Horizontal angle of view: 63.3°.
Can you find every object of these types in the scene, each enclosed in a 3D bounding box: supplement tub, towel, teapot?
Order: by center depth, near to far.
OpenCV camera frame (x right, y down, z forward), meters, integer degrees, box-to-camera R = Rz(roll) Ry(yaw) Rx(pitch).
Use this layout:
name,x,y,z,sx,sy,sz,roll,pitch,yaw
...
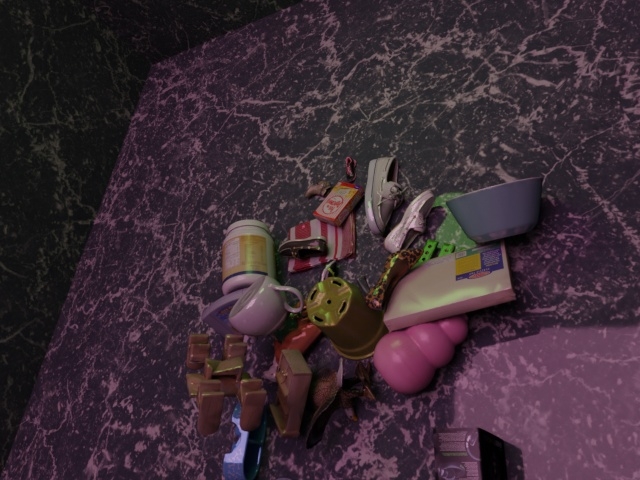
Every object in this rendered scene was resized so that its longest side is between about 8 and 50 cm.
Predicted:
name,x,y,z,sx,sy,sz,roll,pitch,yaw
teapot,-0.204,0.266,1.946,0.252,0.187,0.256,-51,12,-12
towel,0.000,0.000,2.200,0.329,0.037,0.237,-17,55,27
supplement tub,-0.306,0.092,2.232,0.228,0.228,0.316,-23,53,23

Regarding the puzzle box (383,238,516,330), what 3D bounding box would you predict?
name,x,y,z,sx,sy,sz,roll,pitch,yaw
puzzle box,0.409,0.142,1.679,0.409,0.052,0.272,-18,26,24

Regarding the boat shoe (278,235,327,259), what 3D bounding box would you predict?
name,x,y,z,sx,sy,sz,roll,pitch,yaw
boat shoe,-0.080,0.038,2.155,0.228,0.081,0.068,-14,51,28

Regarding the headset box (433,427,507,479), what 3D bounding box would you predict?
name,x,y,z,sx,sy,sz,roll,pitch,yaw
headset box,0.410,0.667,1.391,0.131,0.246,0.283,-13,57,29

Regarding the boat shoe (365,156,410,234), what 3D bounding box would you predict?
name,x,y,z,sx,sy,sz,roll,pitch,yaw
boat shoe,0.275,-0.189,2.064,0.156,0.136,0.367,-11,49,26

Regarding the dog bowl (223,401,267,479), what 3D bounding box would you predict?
name,x,y,z,sx,sy,sz,roll,pitch,yaw
dog bowl,-0.267,0.732,1.893,0.074,0.166,0.297,-1,63,21

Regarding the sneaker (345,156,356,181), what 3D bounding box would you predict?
name,x,y,z,sx,sy,sz,roll,pitch,yaw
sneaker,0.126,-0.314,2.276,0.047,0.057,0.119,-12,60,27

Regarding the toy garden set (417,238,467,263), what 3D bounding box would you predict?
name,x,y,z,sx,sy,sz,roll,pitch,yaw
toy garden set,0.448,0.118,1.814,0.244,0.049,0.204,17,74,39

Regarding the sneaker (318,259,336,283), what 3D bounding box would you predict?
name,x,y,z,sx,sy,sz,roll,pitch,yaw
sneaker,0.038,0.193,2.053,0.097,0.084,0.234,16,74,15

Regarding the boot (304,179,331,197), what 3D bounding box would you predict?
name,x,y,z,sx,sy,sz,roll,pitch,yaw
boot,-0.008,-0.220,2.327,0.118,0.042,0.087,-49,50,2

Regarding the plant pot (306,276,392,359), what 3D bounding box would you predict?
name,x,y,z,sx,sy,sz,roll,pitch,yaw
plant pot,0.089,0.257,1.845,0.276,0.254,0.276,-16,57,26

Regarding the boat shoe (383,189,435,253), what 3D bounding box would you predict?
name,x,y,z,sx,sy,sz,roll,pitch,yaw
boat shoe,0.356,-0.057,1.948,0.096,0.098,0.277,42,101,42

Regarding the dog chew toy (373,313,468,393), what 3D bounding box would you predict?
name,x,y,z,sx,sy,sz,roll,pitch,yaw
dog chew toy,0.334,0.338,1.672,0.332,0.206,0.206,-39,49,1

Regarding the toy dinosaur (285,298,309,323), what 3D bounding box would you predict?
name,x,y,z,sx,sy,sz,roll,pitch,yaw
toy dinosaur,-0.058,0.244,1.964,0.211,0.064,0.112,-31,41,10

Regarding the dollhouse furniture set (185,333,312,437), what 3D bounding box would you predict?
name,x,y,z,sx,sy,sz,roll,pitch,yaw
dollhouse furniture set,-0.258,0.522,1.777,0.362,0.394,0.256,-135,53,-62

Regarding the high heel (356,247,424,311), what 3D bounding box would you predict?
name,x,y,z,sx,sy,sz,roll,pitch,yaw
high heel,0.256,0.132,1.718,0.261,0.093,0.186,-31,32,3

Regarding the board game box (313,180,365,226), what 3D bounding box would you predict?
name,x,y,z,sx,sy,sz,roll,pitch,yaw
board game box,0.078,-0.156,2.195,0.147,0.045,0.193,20,67,49

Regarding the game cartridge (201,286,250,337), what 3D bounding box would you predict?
name,x,y,z,sx,sy,sz,roll,pitch,yaw
game cartridge,-0.337,0.301,2.155,0.297,0.198,0.062,-27,40,21

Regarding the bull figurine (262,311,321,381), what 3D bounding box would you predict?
name,x,y,z,sx,sy,sz,roll,pitch,yaw
bull figurine,-0.115,0.401,2.006,0.310,0.101,0.188,-46,46,2

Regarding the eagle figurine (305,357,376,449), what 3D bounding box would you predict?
name,x,y,z,sx,sy,sz,roll,pitch,yaw
eagle figurine,0.043,0.543,1.764,0.298,0.226,0.225,-28,72,13

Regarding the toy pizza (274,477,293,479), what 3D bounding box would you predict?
name,x,y,z,sx,sy,sz,roll,pitch,yaw
toy pizza,-0.126,0.919,1.767,0.201,0.032,0.201,-16,58,27

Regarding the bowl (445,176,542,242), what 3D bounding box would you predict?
name,x,y,z,sx,sy,sz,roll,pitch,yaw
bowl,0.583,-0.088,1.699,0.311,0.311,0.163,-16,85,28
